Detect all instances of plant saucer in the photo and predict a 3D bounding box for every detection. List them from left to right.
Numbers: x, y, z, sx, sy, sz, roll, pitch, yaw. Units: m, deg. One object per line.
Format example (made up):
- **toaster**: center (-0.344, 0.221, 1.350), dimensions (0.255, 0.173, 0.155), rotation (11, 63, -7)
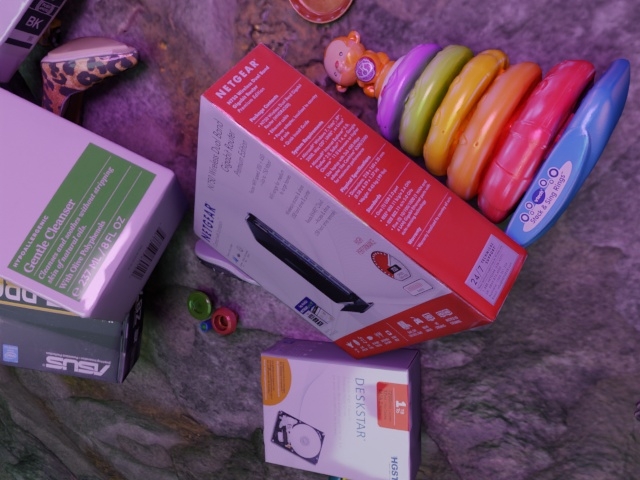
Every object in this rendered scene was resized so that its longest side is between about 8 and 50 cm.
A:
- **plant saucer**: center (0.001, -0.282, 0.510), dimensions (0.084, 0.013, 0.083), rotation (10, 120, 18)

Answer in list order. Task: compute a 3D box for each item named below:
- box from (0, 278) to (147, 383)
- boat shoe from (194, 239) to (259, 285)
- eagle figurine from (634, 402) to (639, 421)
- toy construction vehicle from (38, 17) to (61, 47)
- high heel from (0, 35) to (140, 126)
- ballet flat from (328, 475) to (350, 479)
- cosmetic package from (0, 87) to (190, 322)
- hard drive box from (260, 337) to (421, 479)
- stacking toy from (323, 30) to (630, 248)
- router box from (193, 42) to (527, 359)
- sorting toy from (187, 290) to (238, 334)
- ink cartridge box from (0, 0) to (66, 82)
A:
- **box**: center (-0.481, 0.039, 0.741), dimensions (0.396, 0.097, 0.317), rotation (12, 108, -5)
- **boat shoe**: center (-0.131, 0.039, 0.735), dimensions (0.142, 0.049, 0.040), rotation (24, 143, 11)
- **eagle figurine**: center (0.532, 0.251, 0.488), dimensions (0.299, 0.225, 0.226), rotation (-13, 125, 17)
- **toy construction vehicle**: center (-0.398, -0.328, 0.642), dimensions (0.086, 0.035, 0.098), rotation (36, 126, 1)
- **high heel**: center (-0.335, -0.185, 0.679), dimensions (0.262, 0.093, 0.186), rotation (-1, 129, 21)
- **ballet flat**: center (0.061, 0.395, 0.839), dimensions (0.078, 0.077, 0.230), rotation (7, 120, 0)
- **cosmetic package**: center (-0.378, -0.062, 0.578), dimensions (0.366, 0.196, 0.155), rotation (25, 166, -3)
- **hard drive box**: center (0.032, 0.256, 0.723), dimensions (0.233, 0.089, 0.180), rotation (-1, 95, 22)
- **stacking toy**: center (0.123, -0.138, 0.476), dimensions (0.302, 0.166, 0.175), rotation (33, 134, 19)
- **router box**: center (0.000, 0.000, 0.539), dimensions (0.301, 0.082, 0.335), rotation (38, 156, 0)
- **sorting toy**: center (-0.182, 0.126, 0.812), dimensions (0.102, 0.042, 0.061), rotation (34, 111, 17)
- **ink cartridge box**: center (-0.357, -0.367, 0.544), dimensions (0.165, 0.065, 0.333), rotation (45, 104, -5)
